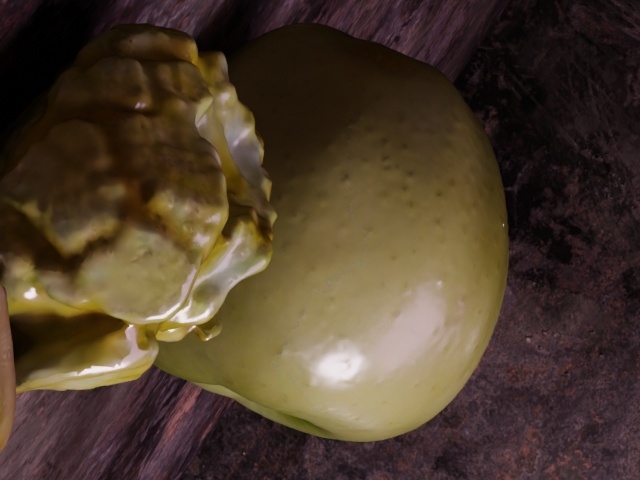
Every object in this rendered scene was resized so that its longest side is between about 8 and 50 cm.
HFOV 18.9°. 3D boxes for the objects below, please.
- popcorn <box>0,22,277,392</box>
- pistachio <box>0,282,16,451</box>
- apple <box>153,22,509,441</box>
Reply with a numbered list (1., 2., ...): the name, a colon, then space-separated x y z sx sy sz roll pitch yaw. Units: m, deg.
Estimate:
1. popcorn: -0.193 -0.022 1.644 0.334 0.292 0.294 27 51 -80
2. pistachio: -0.337 0.095 1.452 0.212 0.163 0.261 -13 128 -24
3. apple: 0.000 0.000 2.150 0.474 0.473 0.473 -56 172 -12
